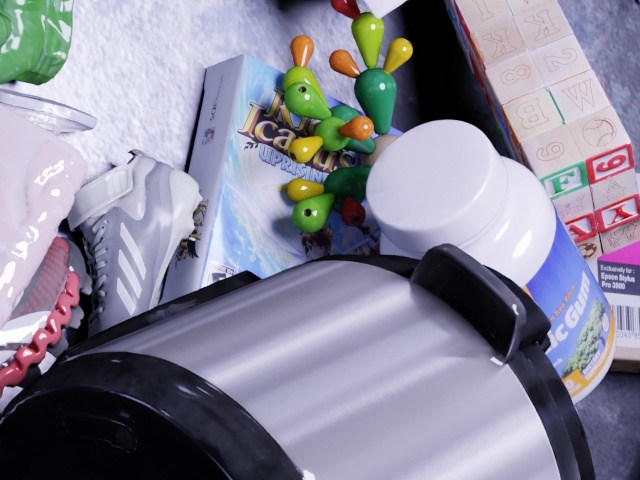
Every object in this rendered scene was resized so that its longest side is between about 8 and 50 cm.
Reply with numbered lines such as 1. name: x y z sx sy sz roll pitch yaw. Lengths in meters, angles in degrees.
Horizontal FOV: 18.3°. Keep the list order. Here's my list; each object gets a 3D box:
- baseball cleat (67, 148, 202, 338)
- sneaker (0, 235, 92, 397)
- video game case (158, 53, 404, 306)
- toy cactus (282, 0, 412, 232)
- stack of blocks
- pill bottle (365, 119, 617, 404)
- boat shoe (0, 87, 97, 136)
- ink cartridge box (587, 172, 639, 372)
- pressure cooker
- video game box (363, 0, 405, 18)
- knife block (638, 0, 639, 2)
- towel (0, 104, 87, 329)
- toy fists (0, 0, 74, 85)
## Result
1. baseball cleat: -0.172 0.021 1.607 0.109 0.072 0.206 29 60 -14
2. sneaker: -0.279 0.074 1.473 0.135 0.097 0.276 53 54 -21
3. video game case: 0.000 0.000 1.749 0.269 0.061 0.244 24 65 -34
4. toy cactus: 0.042 -0.092 1.710 0.180 0.112 0.219 37 48 -39
5. stack of blocks: 0.195 -0.143 1.825 0.171 0.087 0.297 65 3 -59
6. pill bottle: 0.142 0.024 1.686 0.272 0.152 0.152 53 49 -46
7. boat shoe: -0.226 -0.096 1.602 0.100 0.035 0.035 11 101 -42
8. ink cartridge box: 0.289 0.031 1.965 0.234 0.088 0.193 6 78 -38
9. pressure cooker: -0.004 0.208 1.486 0.420 0.370 0.375 -22 99 -46
10. video game box: 0.016 -0.300 1.756 0.205 0.048 0.187 53 13 -8
11. knife block: 0.327 -0.395 2.088 0.242 0.088 0.276 -43 109 -38
12. towel: -0.366 0.002 1.376 0.317 0.053 0.332 28 60 -6
13. toy fists: -0.267 -0.258 1.560 0.142 0.096 0.279 8 77 -38
